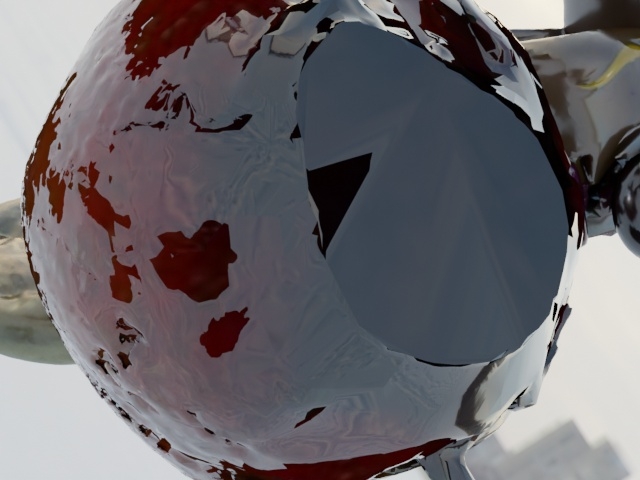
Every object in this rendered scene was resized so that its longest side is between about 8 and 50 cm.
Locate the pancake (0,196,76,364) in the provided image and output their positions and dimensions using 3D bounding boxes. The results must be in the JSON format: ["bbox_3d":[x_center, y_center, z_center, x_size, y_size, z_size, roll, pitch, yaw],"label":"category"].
[{"bbox_3d":[-0.147,0.007,1.279,0.242,0.241,0.050,-124,-145,-60],"label":"pancake"}]

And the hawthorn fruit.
[{"bbox_3d":[-0.007,-0.016,1.003,0.316,0.316,0.316,58,-1,2],"label":"hawthorn fruit"}]

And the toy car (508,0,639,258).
[{"bbox_3d":[0.208,-0.122,1.352,0.271,0.340,0.240,11,-66,62],"label":"toy car"}]
